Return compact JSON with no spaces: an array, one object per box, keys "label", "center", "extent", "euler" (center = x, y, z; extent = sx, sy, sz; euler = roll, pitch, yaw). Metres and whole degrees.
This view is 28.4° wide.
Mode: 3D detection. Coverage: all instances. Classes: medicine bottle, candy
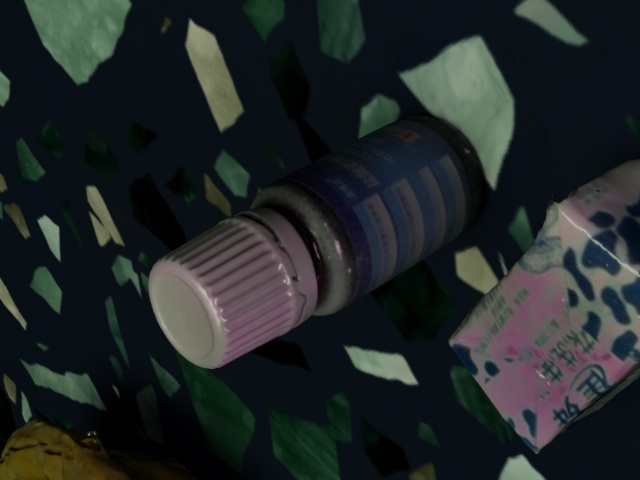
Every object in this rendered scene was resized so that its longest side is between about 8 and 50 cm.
[{"label":"medicine bottle","center":[0.000,0.000,0.715],"extent":[0.083,0.203,0.083],"euler":[30,136,34]},{"label":"candy","center":[0.142,0.036,0.678],"extent":[0.092,0.073,0.160],"euler":[51,143,16]}]

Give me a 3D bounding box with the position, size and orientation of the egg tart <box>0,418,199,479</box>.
[{"label":"egg tart","center":[-0.169,0.334,1.187],"extent":[0.388,0.169,0.388],"euler":[28,130,39]}]
